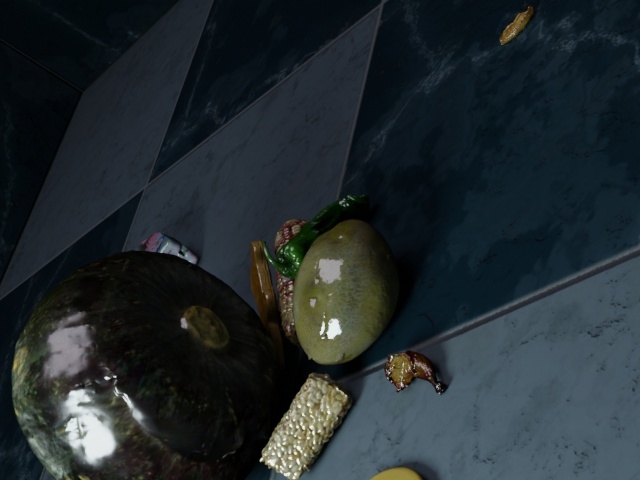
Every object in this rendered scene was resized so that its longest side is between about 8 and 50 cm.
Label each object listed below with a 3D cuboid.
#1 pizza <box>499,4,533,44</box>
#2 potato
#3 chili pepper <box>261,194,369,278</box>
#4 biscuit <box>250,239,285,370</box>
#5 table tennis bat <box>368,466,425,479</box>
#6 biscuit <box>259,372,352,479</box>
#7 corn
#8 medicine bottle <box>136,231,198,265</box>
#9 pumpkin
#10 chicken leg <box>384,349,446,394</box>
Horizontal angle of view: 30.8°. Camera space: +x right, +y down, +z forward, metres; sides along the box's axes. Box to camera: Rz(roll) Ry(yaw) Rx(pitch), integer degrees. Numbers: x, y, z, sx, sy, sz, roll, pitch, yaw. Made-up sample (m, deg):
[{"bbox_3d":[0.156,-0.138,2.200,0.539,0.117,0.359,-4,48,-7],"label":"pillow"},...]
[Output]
[{"bbox_3d":[0.334,-0.364,1.975,0.083,0.016,0.037,-48,27,27],"label":"pizza"},{"bbox_3d":[0.037,0.083,1.835,0.178,0.160,0.235,171,119,-80],"label":"potato"},{"bbox_3d":[0.003,-0.004,1.984,0.074,0.100,0.257,-3,25,36],"label":"chili pepper"},{"bbox_3d":[-0.089,0.124,2.058,0.158,0.035,0.240,94,164,-56],"label":"biscuit"},{"bbox_3d":[0.034,0.437,1.543,0.321,0.050,0.198,-52,24,3],"label":"table tennis bat"},{"bbox_3d":[-0.020,0.286,1.787,0.168,0.082,0.070,-58,0,-1],"label":"biscuit"},{"bbox_3d":[-0.032,0.071,2.029,0.098,0.098,0.289,-44,27,26],"label":"corn"},{"bbox_3d":[-0.362,0.048,2.658,0.119,0.094,0.188,-60,25,-2],"label":"medicine bottle"},{"bbox_3d":[-0.275,0.232,1.868,0.344,0.454,0.454,-45,27,33],"label":"pumpkin"},{"bbox_3d":[0.133,0.189,1.669,0.145,0.037,0.062,-9,75,59],"label":"chicken leg"}]
